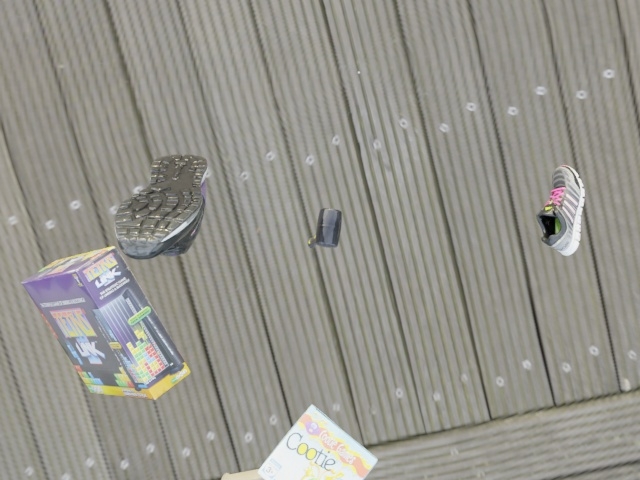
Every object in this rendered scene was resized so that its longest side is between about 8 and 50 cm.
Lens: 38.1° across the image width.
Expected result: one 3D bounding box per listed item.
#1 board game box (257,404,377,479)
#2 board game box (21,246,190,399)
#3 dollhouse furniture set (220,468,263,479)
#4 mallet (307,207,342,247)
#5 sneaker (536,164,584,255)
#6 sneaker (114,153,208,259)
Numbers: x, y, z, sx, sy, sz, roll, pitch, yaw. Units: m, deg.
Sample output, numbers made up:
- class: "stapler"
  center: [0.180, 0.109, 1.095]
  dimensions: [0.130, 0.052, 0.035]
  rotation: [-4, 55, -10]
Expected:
- class: "board game box"
  center: [-0.009, 0.390, 1.604]
  dimensions: [0.144, 0.275, 0.142]
  rotation: [39, 78, 8]
- class: "board game box"
  center: [-0.213, 0.083, 0.903]
  dimensions: [0.048, 0.170, 0.141]
  rotation: [-38, 105, -31]
- class: "dollhouse furniture set"
  center: [-0.060, 0.571, 1.910]
  dimensions: [0.302, 0.151, 0.197]
  rotation: [-17, 122, 25]
- class: "mallet"
  center: [0.000, 0.000, 1.535]
  dimensions: [0.039, 0.189, 0.062]
  rotation: [9, 73, -8]
- class: "sneaker"
  center: [0.438, -0.060, 1.708]
  dimensions: [0.075, 0.063, 0.170]
  rotation: [11, 78, -32]
- class: "sneaker"
  center: [-0.210, -0.018, 1.317]
  dimensions: [0.107, 0.283, 0.124]
  rotation: [4, 116, 6]
